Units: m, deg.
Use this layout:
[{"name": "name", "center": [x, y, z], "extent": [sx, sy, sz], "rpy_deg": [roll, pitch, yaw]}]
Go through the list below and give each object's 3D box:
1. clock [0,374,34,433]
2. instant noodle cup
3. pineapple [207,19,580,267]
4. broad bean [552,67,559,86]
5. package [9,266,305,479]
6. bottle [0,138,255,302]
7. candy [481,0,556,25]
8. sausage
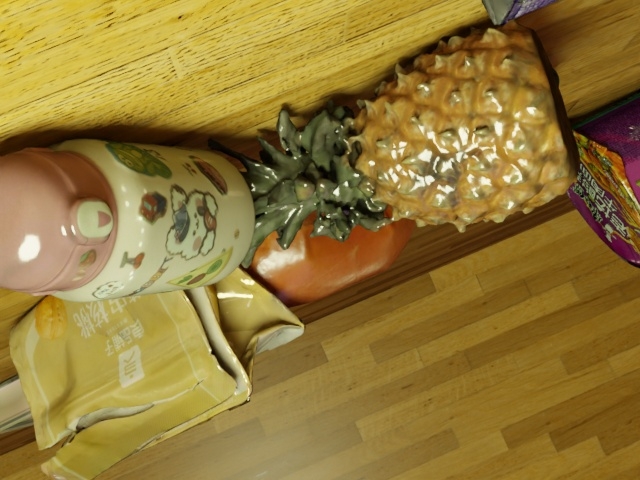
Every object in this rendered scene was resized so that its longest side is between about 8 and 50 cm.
[{"name": "clock", "center": [-0.468, 0.259, 1.807], "extent": [0.147, 0.071, 0.192], "rpy_deg": [-27, 171, 20]}, {"name": "instant noodle cup", "center": [0.483, -0.111, 1.573], "extent": [0.190, 0.251, 0.251], "rpy_deg": [-33, 172, -4]}, {"name": "pineapple", "center": [0.043, -0.065, 0.927], "extent": [0.341, 0.169, 0.169], "rpy_deg": [-19, 173, 14]}, {"name": "broad bean", "center": [0.200, -0.162, 1.079], "extent": [0.060, 0.043, 0.297], "rpy_deg": [-10, 177, 26]}, {"name": "package", "center": [-0.203, 0.143, 1.181], "extent": [0.311, 0.221, 0.165], "rpy_deg": [-30, -150, 38]}, {"name": "bottle", "center": [-0.153, -0.014, 0.776], "extent": [0.120, 0.120, 0.253], "rpy_deg": [-27, 172, 22]}, {"name": "candy", "center": [0.245, -0.233, 0.694], "extent": [0.313, 0.061, 0.088], "rpy_deg": [-23, 171, -6]}, {"name": "sausage", "center": [0.000, 0.002, 1.266], "extent": [0.258, 0.133, 0.133], "rpy_deg": [-20, 171, -35]}]
